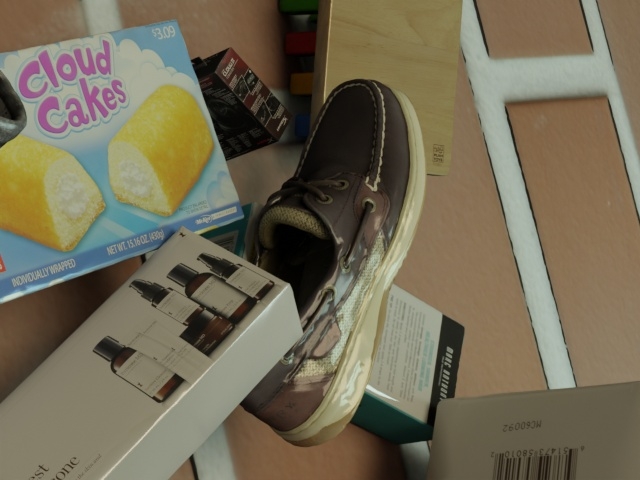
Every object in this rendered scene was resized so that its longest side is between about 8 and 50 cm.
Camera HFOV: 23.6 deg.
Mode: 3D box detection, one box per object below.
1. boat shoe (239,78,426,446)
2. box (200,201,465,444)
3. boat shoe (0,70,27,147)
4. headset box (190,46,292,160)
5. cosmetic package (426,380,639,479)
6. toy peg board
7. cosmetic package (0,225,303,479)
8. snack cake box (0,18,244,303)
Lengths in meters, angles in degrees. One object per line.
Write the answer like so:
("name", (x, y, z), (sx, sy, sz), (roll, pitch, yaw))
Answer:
("boat shoe", (0.000, 0.000, 1.086), (0.092, 0.103, 0.285), (34, 61, -40))
("box", (0.008, 0.070, 1.189), (0.244, 0.060, 0.100), (32, 57, -36))
("boat shoe", (-0.244, -0.146, 0.666), (0.301, 0.102, 0.108), (55, 19, -21))
("headset box", (-0.073, -0.105, 1.160), (0.083, 0.062, 0.032), (48, 48, -24))
("cosmetic package", (0.251, 0.264, 1.239), (0.365, 0.197, 0.155), (43, 48, -45))
("toy peg board", (0.034, -0.141, 1.289), (0.161, 0.079, 0.160), (4, 90, -45))
("cosmetic package", (-0.126, 0.101, 0.958), (0.239, 0.099, 0.060), (-47, 145, -26))
("snack cake box", (-0.187, -0.046, 1.003), (0.264, 0.089, 0.152), (-22, 94, -48))
